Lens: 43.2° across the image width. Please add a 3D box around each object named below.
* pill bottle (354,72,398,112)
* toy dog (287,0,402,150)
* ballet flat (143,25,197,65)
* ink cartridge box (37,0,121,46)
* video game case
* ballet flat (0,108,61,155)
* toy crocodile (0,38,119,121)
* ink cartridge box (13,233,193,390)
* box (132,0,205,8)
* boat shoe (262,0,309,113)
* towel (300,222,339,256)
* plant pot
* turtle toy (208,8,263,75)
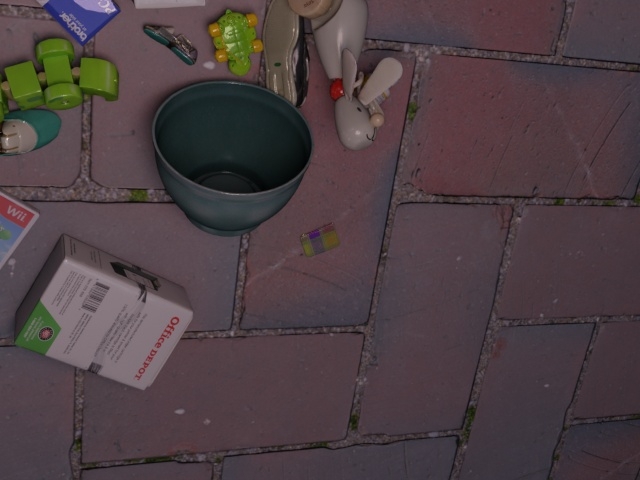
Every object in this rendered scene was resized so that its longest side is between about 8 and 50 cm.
[{"bbox_3d":[0.101,-0.300,1.650,0.116,0.065,0.065,-44,120,3],"label":"pill bottle"},{"bbox_3d":[0.073,-0.350,1.479,0.161,0.220,0.334,-19,100,32],"label":"toy dog"},{"bbox_3d":[-0.275,-0.372,1.502,0.114,0.041,0.041,34,100,-30],"label":"ballet flat"},{"bbox_3d":[-0.452,-0.446,1.394,0.097,0.046,0.207,-42,121,4],"label":"ink cartridge box"},{"bbox_3d":[-0.701,0.007,1.532,0.204,0.025,0.285,34,99,-29],"label":"video game case"},{"bbox_3d":[-0.588,-0.179,1.447,0.247,0.087,0.083,-9,119,-16],"label":"ballet flat"},{"bbox_3d":[-0.527,-0.269,1.425,0.340,0.105,0.115,-12,78,-12],"label":"toy crocodile"},{"bbox_3d":[-0.436,0.151,1.638,0.289,0.121,0.211,28,102,-28],"label":"ink cartridge box"},{"bbox_3d":[-0.270,-0.494,1.357,0.119,0.181,0.182,-8,116,-15],"label":"box"},{"bbox_3d":[-0.060,-0.367,1.568,0.079,0.084,0.233,-24,121,-52],"label":"boat shoe"},{"bbox_3d":[0.000,0.000,1.788,0.083,0.009,0.060,-23,120,-7],"label":"towel"},{"bbox_3d":[-0.173,-0.131,1.531,0.292,0.293,0.196,-5,142,-18],"label":"plant pot"},{"bbox_3d":[-0.160,-0.371,1.522,0.095,0.066,0.130,-18,119,-11],"label":"turtle toy"}]
